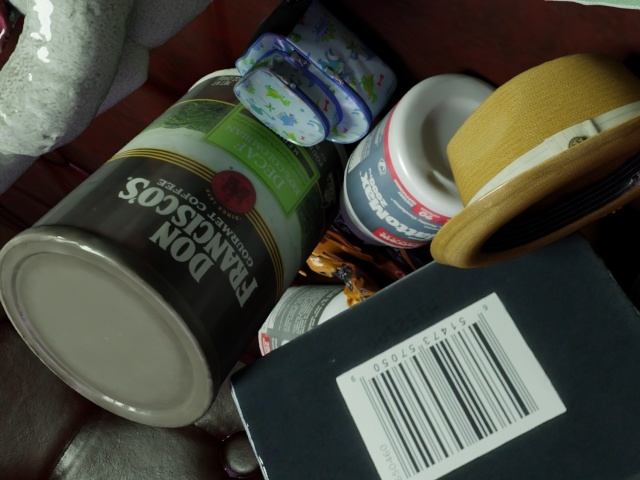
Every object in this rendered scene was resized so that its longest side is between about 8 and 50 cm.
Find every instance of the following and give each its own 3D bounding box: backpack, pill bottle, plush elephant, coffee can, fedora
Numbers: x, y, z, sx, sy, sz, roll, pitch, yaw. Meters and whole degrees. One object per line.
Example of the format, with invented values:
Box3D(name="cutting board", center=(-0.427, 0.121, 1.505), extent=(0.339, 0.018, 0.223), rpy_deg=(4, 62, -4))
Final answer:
Box3D(name="backpack", center=(-0.007, -0.124, 0.593), extent=(0.114, 0.084, 0.105), rpy_deg=(34, 164, -17))
Box3D(name="pill bottle", center=(0.079, -0.051, 0.610), extent=(0.108, 0.108, 0.180), rpy_deg=(33, 162, -6))
Box3D(name="plush elephant", center=(-0.167, -0.200, 0.382), extent=(0.329, 0.272, 0.255), rpy_deg=(-11, 158, 22))
Box3D(name="pill bottle", center=(0.036, 0.145, 1.101), extent=(0.161, 0.161, 0.283), rpy_deg=(38, 161, -21))
Box3D(name="coffee can", center=(-0.116, -0.004, 0.677), extent=(0.201, 0.275, 0.202), rpy_deg=(16, 133, 18))
Box3D(name="fedora", center=(0.144, -0.056, 0.462), extent=(0.194, 0.194, 0.079), rpy_deg=(91, 156, -69))

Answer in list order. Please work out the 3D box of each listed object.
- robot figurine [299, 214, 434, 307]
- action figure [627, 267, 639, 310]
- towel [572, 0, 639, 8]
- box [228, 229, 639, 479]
Box3D(name="robot figurine", center=(0.000, 0.000, 0.902), extent=(0.290, 0.085, 0.211), rpy_deg=(30, 163, 5))
Box3D(name="action figure", center=(0.366, 0.103, 0.539), extent=(0.285, 0.099, 0.185), rpy_deg=(27, 177, 39))
Box3D(name="towel", center=(0.150, -0.168, 0.340), extent=(0.113, 0.023, 0.152), rpy_deg=(18, 156, 29))
Box3D(name="box", center=(0.147, 0.190, 0.686), extent=(0.212, 0.293, 0.395), rpy_deg=(63, -174, 29))
